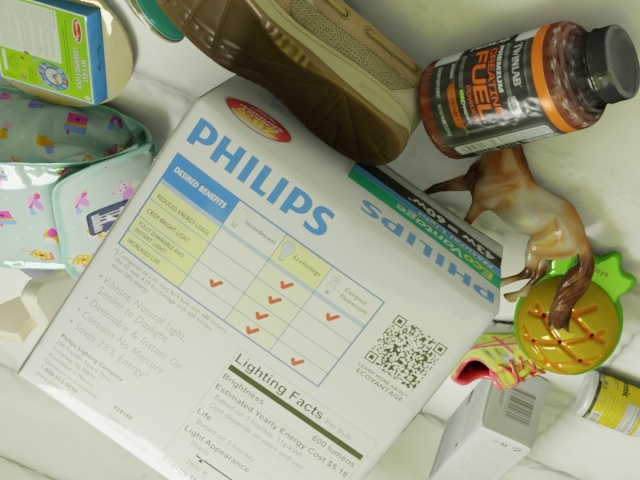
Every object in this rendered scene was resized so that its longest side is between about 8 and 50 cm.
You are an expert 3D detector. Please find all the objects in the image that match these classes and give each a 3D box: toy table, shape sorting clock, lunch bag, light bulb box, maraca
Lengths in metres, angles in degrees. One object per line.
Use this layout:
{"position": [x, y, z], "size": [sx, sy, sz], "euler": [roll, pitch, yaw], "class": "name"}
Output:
{"position": [-0.363, 0.094, 1.720], "size": [0.274, 0.160, 0.252], "euler": [3, 142, 25], "class": "toy table"}
{"position": [-0.313, -0.234, 1.341], "size": [0.206, 0.040, 0.206], "euler": [14, 142, 12], "class": "shape sorting clock"}
{"position": [-0.331, -0.070, 1.481], "size": [0.262, 0.160, 0.223], "euler": [7, 142, 3], "class": "lunch bag"}
{"position": [-0.052, 0.072, 1.227], "size": [0.358, 0.225, 0.361], "euler": [36, 110, -2], "class": "light bulb box"}
{"position": [0.299, 0.082, 1.380], "size": [0.127, 0.099, 0.185], "euler": [21, 122, 9], "class": "maraca"}

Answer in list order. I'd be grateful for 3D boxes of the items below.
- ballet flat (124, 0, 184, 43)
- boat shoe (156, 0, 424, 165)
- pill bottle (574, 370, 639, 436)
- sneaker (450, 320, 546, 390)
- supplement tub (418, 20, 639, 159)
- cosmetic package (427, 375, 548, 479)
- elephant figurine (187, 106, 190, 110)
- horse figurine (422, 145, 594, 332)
{"position": [-0.196, -0.279, 1.216], "size": [0.052, 0.057, 0.168], "euler": [24, 156, 55], "class": "ballet flat"}
{"position": [-0.037, -0.218, 1.145], "size": [0.341, 0.110, 0.122], "euler": [41, 148, -12], "class": "boat shoe"}
{"position": [0.401, 0.221, 1.535], "size": [0.116, 0.065, 0.065], "euler": [22, 146, 1], "class": "pill bottle"}
{"position": [0.258, 0.154, 1.500], "size": [0.209, 0.094, 0.081], "euler": [-9, 134, 36], "class": "sneaker"}
{"position": [0.198, -0.146, 1.107], "size": [0.198, 0.106, 0.106], "euler": [-13, 133, 38], "class": "supplement tub"}
{"position": [0.237, 0.277, 1.665], "size": [0.086, 0.117, 0.231], "euler": [25, 145, -2], "class": "cosmetic package"}
{"position": [-0.076, -0.016, 1.409], "size": [0.240, 0.169, 0.186], "euler": [22, 162, 12], "class": "elephant figurine"}
{"position": [0.215, -0.017, 1.295], "size": [0.263, 0.066, 0.174], "euler": [41, 122, -11], "class": "horse figurine"}
